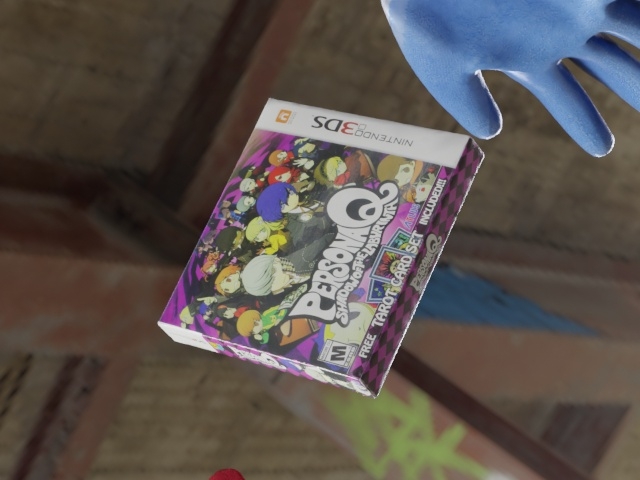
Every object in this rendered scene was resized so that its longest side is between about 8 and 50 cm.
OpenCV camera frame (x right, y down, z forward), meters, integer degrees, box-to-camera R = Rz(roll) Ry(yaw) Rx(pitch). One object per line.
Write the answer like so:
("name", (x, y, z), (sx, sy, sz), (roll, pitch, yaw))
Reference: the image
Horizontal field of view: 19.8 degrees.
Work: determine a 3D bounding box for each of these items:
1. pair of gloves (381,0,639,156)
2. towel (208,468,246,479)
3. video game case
("pair of gloves", (0.097, -0.099, 0.545), (0.198, 0.023, 0.159), (-33, -46, 30))
("towel", (-0.066, 0.267, 1.055), (0.199, 0.275, 0.031), (-46, -55, 1))
("video game case", (0.000, 0.000, 1.536), (0.232, 0.210, 0.042), (-64, -35, -17))
